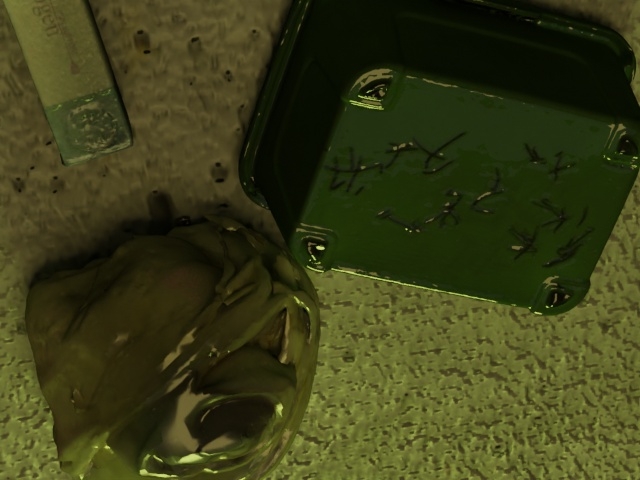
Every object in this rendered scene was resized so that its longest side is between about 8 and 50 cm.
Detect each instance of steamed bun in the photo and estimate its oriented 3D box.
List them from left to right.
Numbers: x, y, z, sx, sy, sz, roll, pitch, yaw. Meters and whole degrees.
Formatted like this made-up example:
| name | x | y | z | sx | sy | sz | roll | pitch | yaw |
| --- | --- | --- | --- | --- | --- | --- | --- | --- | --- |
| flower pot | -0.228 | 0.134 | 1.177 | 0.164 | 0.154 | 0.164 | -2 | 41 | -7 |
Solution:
| name | x | y | z | sx | sy | sz | roll | pitch | yaw |
| --- | --- | --- | --- | --- | --- | --- | --- | --- | --- |
| steamed bun | -0.122 | 0.139 | 1.735 | 0.268 | 0.207 | 0.280 | -9 | 125 | -8 |

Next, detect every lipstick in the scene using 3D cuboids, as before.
| name | x | y | z | sx | sy | sz | roll | pitch | yaw |
| --- | --- | --- | --- | --- | --- | --- | --- | --- | --- |
| lipstick | -0.232 | -0.214 | 1.569 | 0.066 | 0.068 | 0.317 | -17 | 123 | -1 |

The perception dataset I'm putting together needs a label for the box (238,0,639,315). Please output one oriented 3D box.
| name | x | y | z | sx | sy | sz | roll | pitch | yaw |
| --- | --- | --- | --- | --- | --- | --- | --- | --- | --- |
| box | 0.118 | -0.078 | 1.667 | 0.328 | 0.178 | 0.253 | 10 | 118 | -18 |
